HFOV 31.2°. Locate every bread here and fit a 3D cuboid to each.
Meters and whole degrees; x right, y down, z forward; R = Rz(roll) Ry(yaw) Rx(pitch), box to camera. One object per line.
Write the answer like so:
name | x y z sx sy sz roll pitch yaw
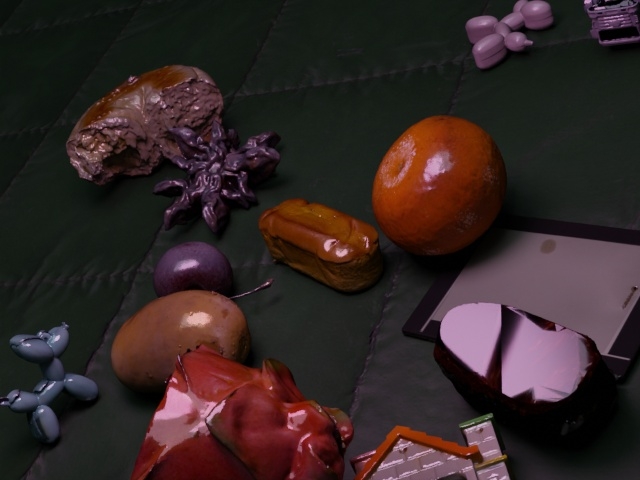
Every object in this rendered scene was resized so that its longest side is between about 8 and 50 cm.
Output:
bread | 0.000 0.000 1.810 0.102 0.094 0.245 -37 36 -24
bread | -0.345 -0.228 2.239 0.314 0.171 0.192 -30 33 -6

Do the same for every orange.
orange | 0.178 -0.075 1.707 0.224 0.170 0.224 -48 25 32

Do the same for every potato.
potato | -0.213 0.149 1.727 0.233 0.146 0.150 -8 10 25

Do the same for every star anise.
star anise | -0.185 -0.121 2.059 0.282 0.129 0.212 -42 55 -15

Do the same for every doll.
doll | 0.349 -0.389 2.103 0.160 0.059 0.161 -17 36 13
doll | -0.417 0.208 1.752 0.059 0.158 0.159 4 50 51

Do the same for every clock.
clock | 0.129 0.329 1.316 0.219 0.106 0.255 -20 32 7

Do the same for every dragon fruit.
dragon fruit | -0.089 0.286 1.360 0.225 0.305 0.305 16 47 6

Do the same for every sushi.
sushi | 0.250 0.162 1.423 0.225 0.126 0.136 22 68 39

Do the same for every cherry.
cherry | -0.177 0.049 1.856 0.188 0.115 0.148 -19 -3 -1

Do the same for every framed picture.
framed picture | 0.313 0.066 1.596 0.347 0.016 0.265 8 48 39

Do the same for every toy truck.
toy truck | 0.535 -0.440 1.998 0.114 0.124 0.253 -3 43 29
